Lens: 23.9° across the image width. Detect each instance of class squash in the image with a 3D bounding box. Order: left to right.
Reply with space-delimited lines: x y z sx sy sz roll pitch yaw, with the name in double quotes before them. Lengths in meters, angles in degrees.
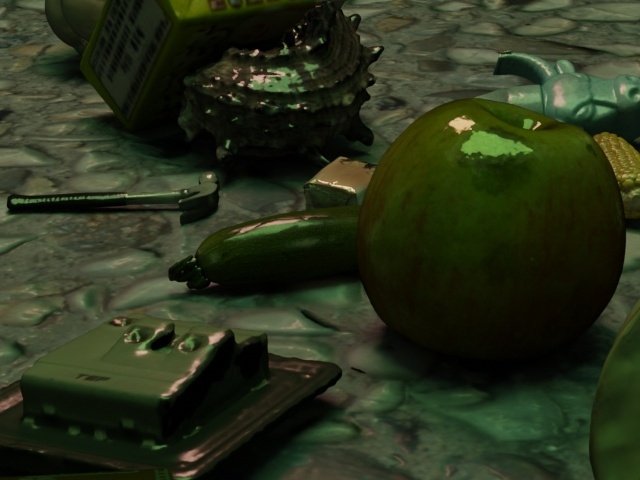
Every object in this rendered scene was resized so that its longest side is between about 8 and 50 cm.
"squash" 0.002 0.001 1.553 0.318 0.071 0.080 -10 22 -21

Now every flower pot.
"flower pot" -0.305 -0.383 2.311 0.246 0.246 0.195 -19 52 -37

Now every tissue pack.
"tissue pack" 0.031 -0.050 1.698 0.074 0.059 0.094 11 25 24

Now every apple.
"apple" 0.155 -0.015 1.380 0.246 0.226 0.246 1 21 0

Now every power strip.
"power strip" -0.147 0.115 1.251 0.257 0.092 0.251 6 26 28

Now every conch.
"conch" -0.049 -0.183 1.922 0.240 0.186 0.313 5 37 48

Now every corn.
"corn" 0.343 -0.077 1.741 0.067 0.067 0.206 -1 19 1

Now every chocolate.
"chocolate" -0.137 -0.284 2.005 0.288 0.301 0.137 -14 67 -29

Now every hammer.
"hammer" -0.241 -0.045 1.747 0.246 0.029 0.103 -3 21 1

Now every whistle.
"whistle" 0.296 -0.159 1.919 0.273 0.093 0.186 -3 48 4

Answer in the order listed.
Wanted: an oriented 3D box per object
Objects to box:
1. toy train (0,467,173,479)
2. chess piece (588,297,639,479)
"toy train" -0.178 0.205 1.033 0.225 0.090 0.137 0 10 -11
"chess piece" 0.326 0.088 1.079 0.234 0.234 0.442 5 11 16
